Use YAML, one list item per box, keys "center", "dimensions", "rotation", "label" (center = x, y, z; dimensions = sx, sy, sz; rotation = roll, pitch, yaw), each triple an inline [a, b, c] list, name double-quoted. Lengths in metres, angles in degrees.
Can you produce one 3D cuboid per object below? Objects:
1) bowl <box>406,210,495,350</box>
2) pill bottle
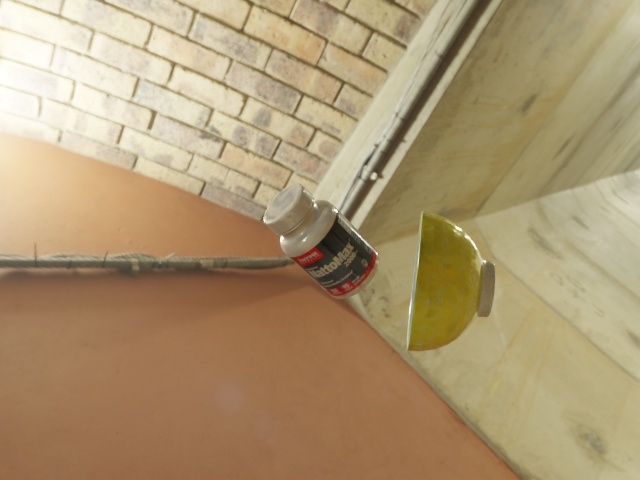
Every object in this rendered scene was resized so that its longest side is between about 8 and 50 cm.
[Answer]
- center: [0.267, 0.089, 1.150]
  dimensions: [0.155, 0.290, 0.289]
  rotation: [6, -151, 9]
  label: "bowl"
- center: [0.000, 0.000, 0.887]
  dimensions: [0.180, 0.108, 0.108]
  rotation: [44, -157, -27]
  label: "pill bottle"
